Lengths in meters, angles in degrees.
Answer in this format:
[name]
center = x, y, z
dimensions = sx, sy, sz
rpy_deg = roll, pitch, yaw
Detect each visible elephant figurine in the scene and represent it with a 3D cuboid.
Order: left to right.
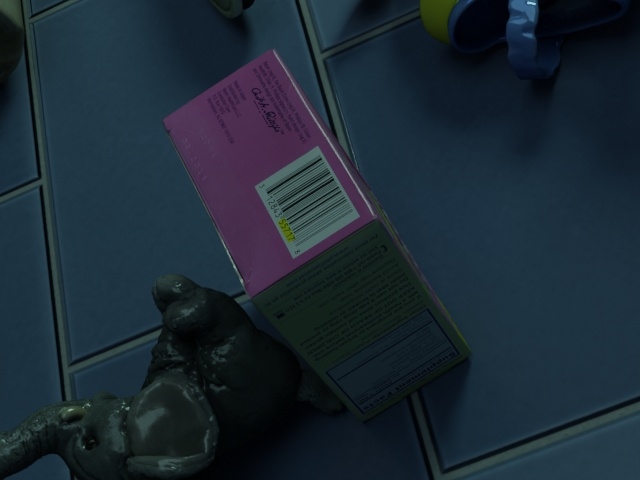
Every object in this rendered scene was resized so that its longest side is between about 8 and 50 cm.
[elephant figurine]
center = -0.141, 0.165, 1.182
dimensions = 0.186, 0.169, 0.239
rpy_deg = 12, 59, 47

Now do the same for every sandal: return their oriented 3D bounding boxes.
[sandal]
center = 0.255, -0.259, 1.284
dimensions = 0.317, 0.126, 0.138
rpy_deg = -38, 54, 11

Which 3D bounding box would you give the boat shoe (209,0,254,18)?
[boat shoe]
center = -0.113, -0.385, 1.532
dimensions = 0.113, 0.127, 0.340
rpy_deg = -17, 49, -13

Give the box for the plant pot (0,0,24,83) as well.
[plant pot]
center = -0.479, -0.331, 1.569
dimensions = 0.334, 0.334, 0.305
rpy_deg = -23, 64, 11

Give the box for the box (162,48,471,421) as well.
[box]
center = 0.000, 0.000, 1.158
dimensions = 0.117, 0.243, 0.213
rpy_deg = -32, 52, 4
